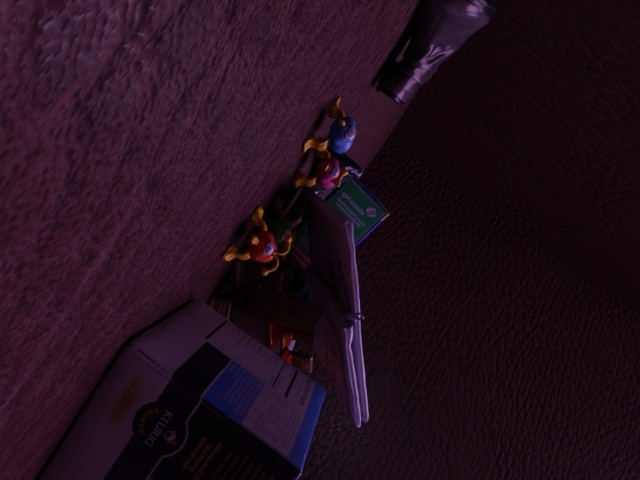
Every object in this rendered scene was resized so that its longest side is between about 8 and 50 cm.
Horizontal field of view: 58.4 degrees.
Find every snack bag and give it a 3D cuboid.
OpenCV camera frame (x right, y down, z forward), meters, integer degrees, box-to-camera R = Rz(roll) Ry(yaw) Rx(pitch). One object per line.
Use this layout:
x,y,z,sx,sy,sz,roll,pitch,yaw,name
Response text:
0.015,0.090,0.987,0.323,0.037,0.342,-129,-147,-71,snack bag

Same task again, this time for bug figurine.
-0.027,-0.065,0.842,0.279,0.072,0.216,-55,179,-3,bug figurine

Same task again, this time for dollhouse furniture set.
-0.075,0.221,0.993,0.262,0.135,0.259,-53,151,-56,dollhouse furniture set

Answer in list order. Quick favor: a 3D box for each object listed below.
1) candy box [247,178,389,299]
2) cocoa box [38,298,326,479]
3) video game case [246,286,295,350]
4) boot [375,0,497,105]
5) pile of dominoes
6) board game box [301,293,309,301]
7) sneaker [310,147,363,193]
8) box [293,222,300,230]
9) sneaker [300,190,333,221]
0.000,0.000,1.286,0.317,0.122,0.268,-46,-179,8,candy box
-0.186,0.291,0.708,0.347,0.228,0.231,-55,178,10,cocoa box
-0.114,0.181,1.379,0.026,0.206,0.227,-18,-173,8,video game case
0.189,-0.337,1.016,0.223,0.118,0.338,-50,176,16,boot
-0.129,0.093,1.044,0.251,0.040,0.196,-30,133,-71,pile of dominoes
-0.021,0.140,1.254,0.210,0.047,0.160,-45,180,12,board game box
0.022,-0.119,1.072,0.098,0.083,0.223,-50,180,8,sneaker
-0.104,0.065,1.575,0.232,0.058,0.087,-55,179,33,box
-0.004,-0.087,1.474,0.152,0.058,0.084,-68,-165,-7,sneaker
